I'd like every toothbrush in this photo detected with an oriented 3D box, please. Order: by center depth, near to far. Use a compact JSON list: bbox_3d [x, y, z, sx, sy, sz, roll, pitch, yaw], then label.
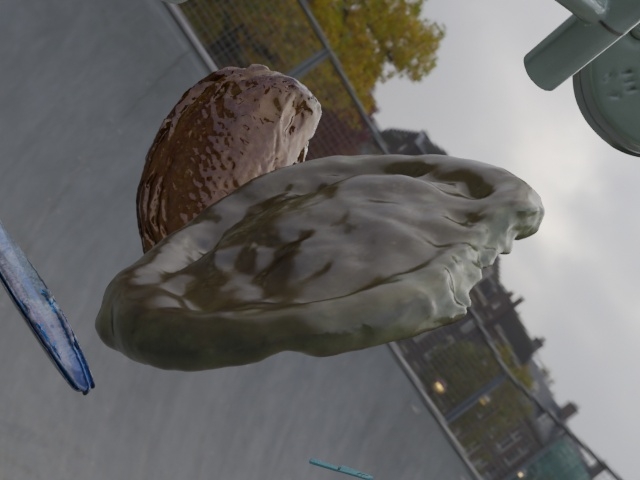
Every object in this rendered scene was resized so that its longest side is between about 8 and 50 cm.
[{"bbox_3d":[-0.331,-0.026,0.861,0.413,0.035,0.042,56,-31,9],"label":"toothbrush"}]

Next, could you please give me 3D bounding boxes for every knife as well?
[{"bbox_3d":[0.027,0.301,1.162,0.091,0.014,0.005,11,-69,25],"label":"knife"}]

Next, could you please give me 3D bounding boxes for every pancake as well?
[{"bbox_3d":[-0.001,-0.001,0.453,0.222,0.236,0.042,18,-53,50],"label":"pancake"}]

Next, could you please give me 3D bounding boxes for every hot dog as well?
[{"bbox_3d":[-0.104,-0.056,0.972,0.122,0.272,0.196,22,-2,28],"label":"hot dog"}]

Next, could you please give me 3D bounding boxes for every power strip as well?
[{"bbox_3d":[0.680,-0.320,1.713,0.357,0.357,0.161,55,5,-1],"label":"power strip"}]

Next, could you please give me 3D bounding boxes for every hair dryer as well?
[{"bbox_3d":[0.172,-0.193,0.689,0.155,0.183,0.044,-43,-135,47],"label":"hair dryer"}]

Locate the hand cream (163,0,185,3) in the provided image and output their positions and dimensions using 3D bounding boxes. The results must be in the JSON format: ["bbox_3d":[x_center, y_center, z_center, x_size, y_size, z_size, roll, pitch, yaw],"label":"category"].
[{"bbox_3d":[-0.227,-0.331,0.930,0.078,0.124,0.341,30,8,31],"label":"hand cream"}]
